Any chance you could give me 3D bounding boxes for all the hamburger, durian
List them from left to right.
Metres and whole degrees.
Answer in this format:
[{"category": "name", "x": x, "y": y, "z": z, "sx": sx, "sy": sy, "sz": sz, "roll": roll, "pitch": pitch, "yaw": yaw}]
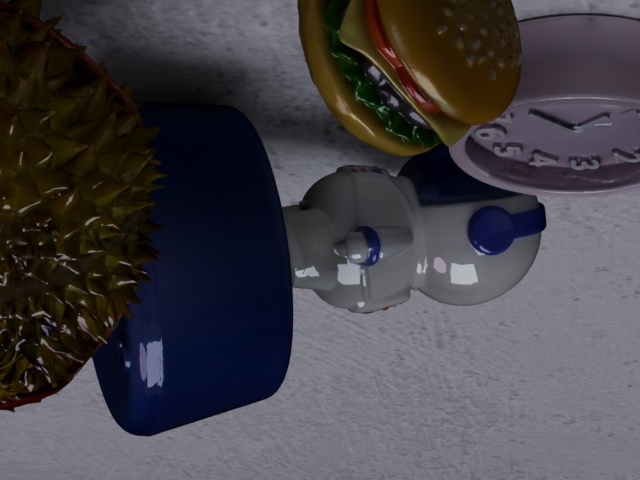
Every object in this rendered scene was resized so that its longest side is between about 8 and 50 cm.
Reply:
[{"category": "durian", "x": -0.276, "y": -0.030, "z": 1.244, "sx": 0.384, "sy": 0.348, "sz": 0.347, "roll": -6, "pitch": 160, "yaw": 44}, {"category": "hamburger", "x": 0.061, "y": -0.136, "z": 1.192, "sx": 0.115, "sy": 0.162, "sz": 0.162, "roll": -20, "pitch": 150, "yaw": 34}]

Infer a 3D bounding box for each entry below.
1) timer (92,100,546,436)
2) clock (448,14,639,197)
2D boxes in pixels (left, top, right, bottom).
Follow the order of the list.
[{"category": "timer", "x": 0.000, "y": 0.000, "z": 1.499, "sx": 0.383, "sy": 0.270, "sz": 0.270, "roll": -8, "pitch": 163, "yaw": -16}, {"category": "clock", "x": 0.197, "y": -0.098, "z": 1.393, "sx": 0.196, "sy": 0.068, "sz": 0.197, "roll": 2, "pitch": 159, "yaw": 1}]
